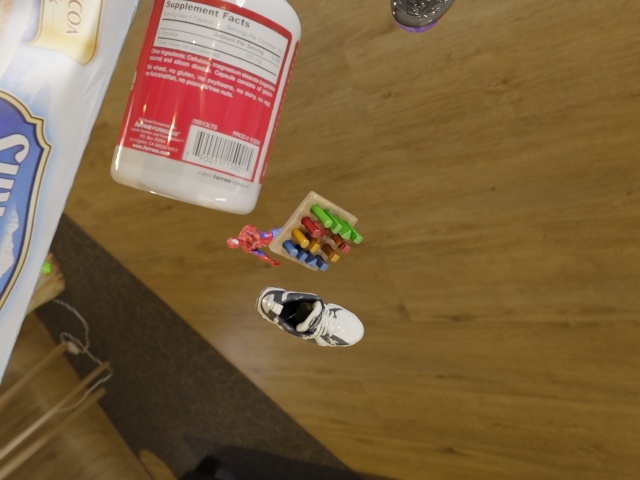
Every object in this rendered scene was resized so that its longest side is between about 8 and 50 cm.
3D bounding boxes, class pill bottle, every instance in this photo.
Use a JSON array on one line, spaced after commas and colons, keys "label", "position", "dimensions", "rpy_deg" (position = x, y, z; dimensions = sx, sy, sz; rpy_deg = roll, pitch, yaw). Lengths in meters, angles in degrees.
[{"label": "pill bottle", "position": [-0.162, -0.259, 0.947], "dimensions": [0.229, 0.229, 0.407], "rpy_deg": [16, 92, 29]}]

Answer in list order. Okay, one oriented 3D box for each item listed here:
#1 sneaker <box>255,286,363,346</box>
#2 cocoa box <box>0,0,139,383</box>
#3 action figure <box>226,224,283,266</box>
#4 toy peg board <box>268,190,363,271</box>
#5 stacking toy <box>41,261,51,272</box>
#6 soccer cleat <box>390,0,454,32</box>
[{"label": "sneaker", "position": [-0.005, 0.160, 1.212], "dimensions": [0.235, 0.094, 0.153], "rpy_deg": [29, 176, -15]}, {"label": "cocoa box", "position": [-0.278, -0.097, 0.344], "dimensions": [0.231, 0.228, 0.347], "rpy_deg": [40, 110, 40]}, {"label": "action figure", "position": [-0.096, 0.009, 1.584], "dimensions": [0.139, 0.281, 0.091], "rpy_deg": [-125, 36, -51]}, {"label": "toy peg board", "position": [0.000, 0.000, 1.375], "dimensions": [0.160, 0.161, 0.079], "rpy_deg": [-52, 44, 11]}, {"label": "stacking toy", "position": [-0.578, -0.021, 1.064], "dimensions": [0.221, 0.167, 0.052], "rpy_deg": [21, 118, -31]}, {"label": "soccer cleat", "position": [0.183, -0.433, 1.049], "dimensions": [0.109, 0.318, 0.116], "rpy_deg": [10, 144, 7]}]
